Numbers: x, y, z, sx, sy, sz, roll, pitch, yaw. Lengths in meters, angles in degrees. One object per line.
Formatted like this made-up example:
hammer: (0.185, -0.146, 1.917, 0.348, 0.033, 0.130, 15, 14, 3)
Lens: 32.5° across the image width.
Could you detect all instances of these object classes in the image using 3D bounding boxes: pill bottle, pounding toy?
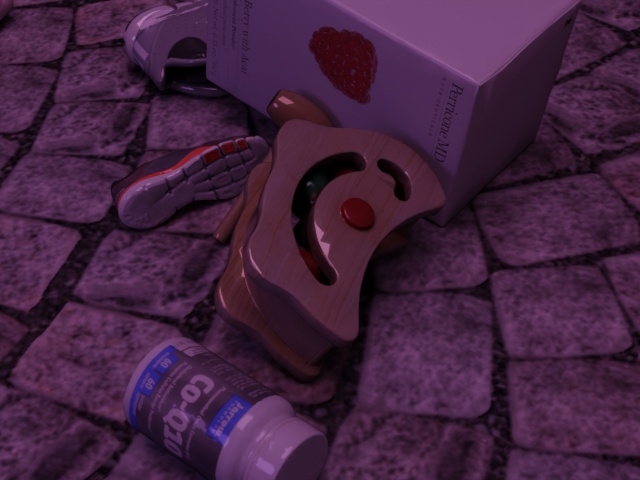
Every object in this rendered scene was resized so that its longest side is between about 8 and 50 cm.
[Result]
pill bottle: (-0.067, 0.131, 0.777, 0.137, 0.078, 0.078, 27, 50, 30)
pounding toy: (0.000, 0.000, 0.930, 0.154, 0.155, 0.269, 24, 51, -13)

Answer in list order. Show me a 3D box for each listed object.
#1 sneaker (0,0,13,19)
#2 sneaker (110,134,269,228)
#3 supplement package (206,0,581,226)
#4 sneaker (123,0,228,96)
sneaker: (-0.419, -0.285, 1.282, 0.134, 0.051, 0.070, 21, 45, 19)
sneaker: (-0.125, -0.068, 1.020, 0.158, 0.061, 0.065, -22, 39, -22)
supplement package: (0.058, -0.187, 1.022, 0.293, 0.177, 0.175, 33, 53, 21)
sneaker: (-0.085, -0.214, 1.174, 0.229, 0.086, 0.132, -27, 51, -11)
